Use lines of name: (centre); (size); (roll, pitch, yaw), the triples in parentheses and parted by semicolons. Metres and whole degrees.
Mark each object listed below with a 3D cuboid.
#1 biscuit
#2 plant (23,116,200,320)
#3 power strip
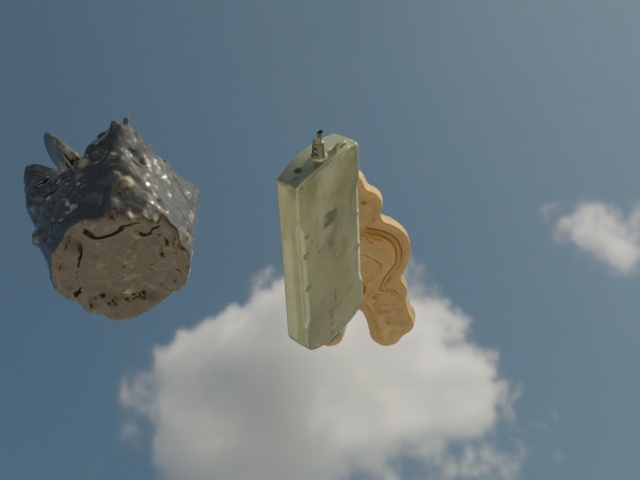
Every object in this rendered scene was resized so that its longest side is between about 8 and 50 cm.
biscuit: (0.032, 0.024, 1.223); (0.144, 0.040, 0.236); (-4, -55, 9)
plant: (-0.257, -0.043, 1.380); (0.188, 0.276, 0.199); (-41, -55, 12)
power strip: (0.000, 0.000, 0.914); (0.080, 0.029, 0.227); (-39, -37, -34)
